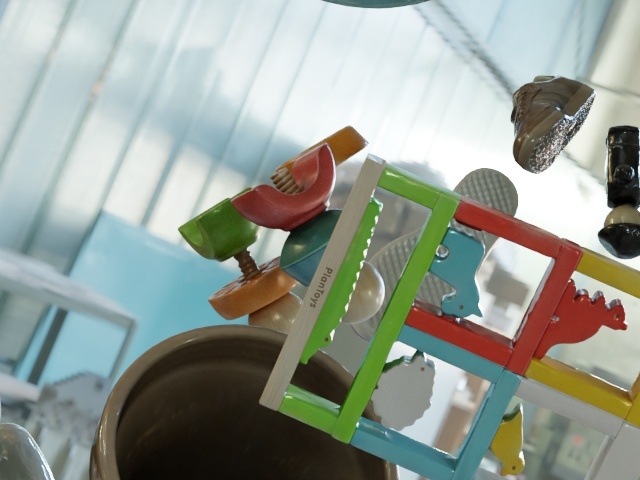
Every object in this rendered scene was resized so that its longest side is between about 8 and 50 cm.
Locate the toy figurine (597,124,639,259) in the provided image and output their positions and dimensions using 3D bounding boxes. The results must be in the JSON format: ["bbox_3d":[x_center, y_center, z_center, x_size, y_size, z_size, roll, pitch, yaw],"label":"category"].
[{"bbox_3d":[0.424,-0.049,1.487,0.213,0.148,0.209,20,-27,-34],"label":"toy figurine"}]

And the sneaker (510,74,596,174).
[{"bbox_3d":[0.219,-0.121,1.403,0.071,0.066,0.188,25,29,18],"label":"sneaker"}]

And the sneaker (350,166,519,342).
[{"bbox_3d":[0.113,0.047,1.557,0.102,0.282,0.161,46,-37,6],"label":"sneaker"}]

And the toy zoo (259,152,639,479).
[{"bbox_3d":[0.128,0.085,0.944,0.293,0.192,0.030,23,13,1],"label":"toy zoo"}]

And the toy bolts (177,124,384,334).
[{"bbox_3d":[0.000,0.000,1.313,0.158,0.218,0.228,59,-18,-5],"label":"toy bolts"}]

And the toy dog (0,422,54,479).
[{"bbox_3d":[-0.299,0.375,1.444,0.333,0.161,0.220,49,-33,17],"label":"toy dog"}]

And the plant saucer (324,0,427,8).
[{"bbox_3d":[0.037,-0.335,1.030,0.318,0.317,0.043,22,28,10],"label":"plant saucer"}]

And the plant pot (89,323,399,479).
[{"bbox_3d":[-0.092,0.241,1.217,0.263,0.263,0.229,23,-41,-9],"label":"plant pot"}]
